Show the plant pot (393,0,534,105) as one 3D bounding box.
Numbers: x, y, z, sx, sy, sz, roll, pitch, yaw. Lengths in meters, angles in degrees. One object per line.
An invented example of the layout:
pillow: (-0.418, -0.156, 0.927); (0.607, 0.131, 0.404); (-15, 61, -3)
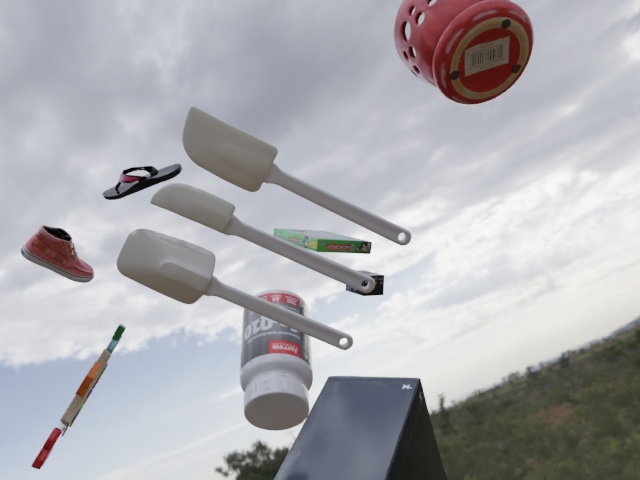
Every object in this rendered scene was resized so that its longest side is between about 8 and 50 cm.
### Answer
plant pot: (0.236, -0.325, 0.976); (0.191, 0.174, 0.191); (-11, -47, -11)

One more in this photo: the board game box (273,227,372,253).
board game box: (0.000, 0.000, 2.064); (0.213, 0.046, 0.317); (2, 7, -30)

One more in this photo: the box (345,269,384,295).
box: (0.109, 0.105, 1.469); (0.062, 0.052, 0.083); (0, 5, -30)

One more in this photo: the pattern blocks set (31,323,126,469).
pattern blocks set: (-0.517, 0.335, 1.304); (0.026, 0.325, 0.285); (31, -24, -11)

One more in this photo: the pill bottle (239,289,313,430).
pill bottle: (-0.098, 0.260, 1.325); (0.161, 0.283, 0.161); (-3, -50, -3)

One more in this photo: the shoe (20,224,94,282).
shoe: (-0.573, 0.031, 1.347); (0.081, 0.063, 0.178); (-47, -46, 10)

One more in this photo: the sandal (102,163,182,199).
sandal: (-0.336, -0.119, 1.108); (0.179, 0.040, 0.067); (-15, 29, 25)

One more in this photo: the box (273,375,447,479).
box: (0.073, 0.445, 0.950); (0.178, 0.313, 0.343); (-5, 26, 26)

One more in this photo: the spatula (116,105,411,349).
spatula: (-0.045, 0.006, 0.556); (0.242, 0.019, 0.168); (25, -85, -20)
